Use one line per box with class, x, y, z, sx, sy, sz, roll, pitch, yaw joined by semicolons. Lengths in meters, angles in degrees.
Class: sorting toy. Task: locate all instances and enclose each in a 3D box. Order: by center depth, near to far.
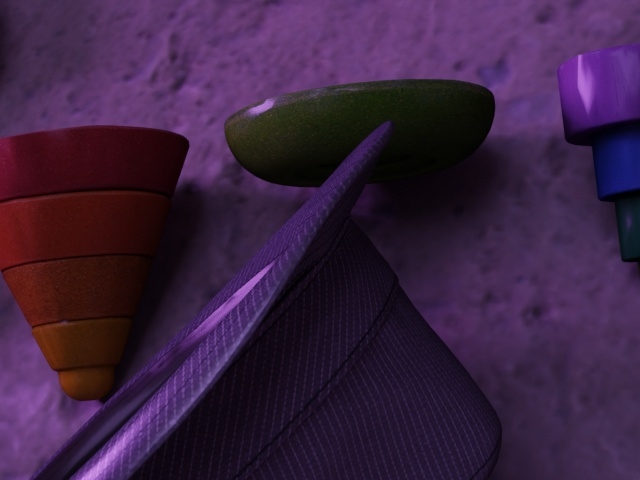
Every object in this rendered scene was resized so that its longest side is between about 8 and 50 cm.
sorting toy;0.000;0.000;0.710;0.365;0.127;0.126;-7;83;15

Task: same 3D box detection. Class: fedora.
fedora;-0.027;0.095;0.576;0.275;0.244;0.124;-45;94;2
